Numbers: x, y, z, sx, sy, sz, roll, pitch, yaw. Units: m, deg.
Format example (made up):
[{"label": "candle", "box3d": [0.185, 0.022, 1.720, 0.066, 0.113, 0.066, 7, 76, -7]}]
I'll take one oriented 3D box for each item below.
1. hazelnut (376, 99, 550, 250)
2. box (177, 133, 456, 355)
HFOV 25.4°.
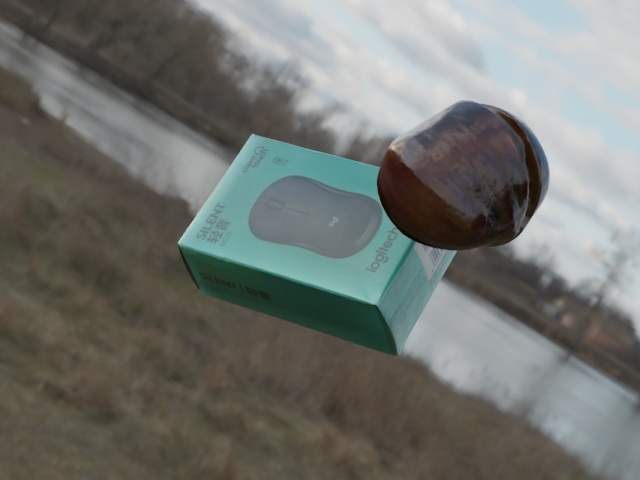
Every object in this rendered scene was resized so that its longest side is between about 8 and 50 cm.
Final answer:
[{"label": "hazelnut", "box3d": [0.157, -0.064, 1.605, 0.178, 0.178, 0.204, 34, 28, 29]}, {"label": "box", "box3d": [0.000, 0.000, 1.803, 0.311, 0.205, 0.118, 17, -33, 29]}]
